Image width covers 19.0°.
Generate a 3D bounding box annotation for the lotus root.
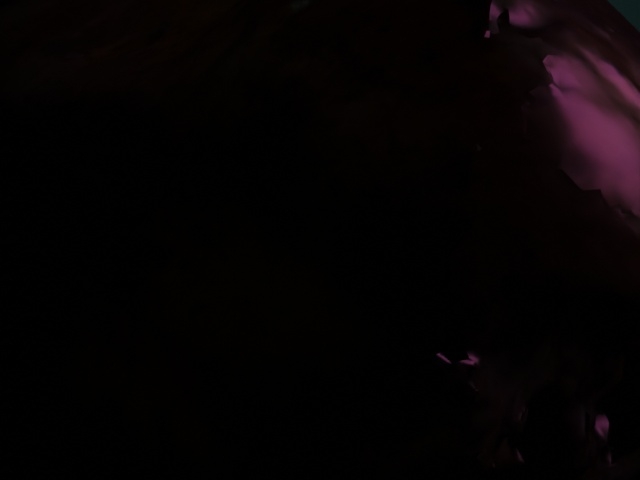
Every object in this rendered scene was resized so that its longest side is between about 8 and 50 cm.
[{"bbox_3d":[0.000,0.000,0.442,0.152,0.160,0.275,36,3,-34],"label":"lotus root"}]
